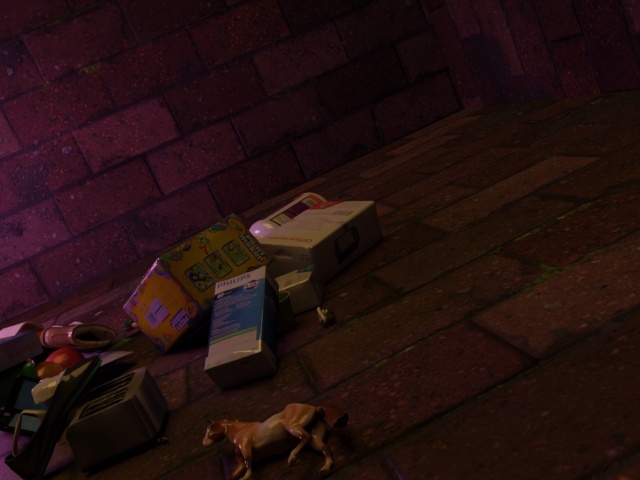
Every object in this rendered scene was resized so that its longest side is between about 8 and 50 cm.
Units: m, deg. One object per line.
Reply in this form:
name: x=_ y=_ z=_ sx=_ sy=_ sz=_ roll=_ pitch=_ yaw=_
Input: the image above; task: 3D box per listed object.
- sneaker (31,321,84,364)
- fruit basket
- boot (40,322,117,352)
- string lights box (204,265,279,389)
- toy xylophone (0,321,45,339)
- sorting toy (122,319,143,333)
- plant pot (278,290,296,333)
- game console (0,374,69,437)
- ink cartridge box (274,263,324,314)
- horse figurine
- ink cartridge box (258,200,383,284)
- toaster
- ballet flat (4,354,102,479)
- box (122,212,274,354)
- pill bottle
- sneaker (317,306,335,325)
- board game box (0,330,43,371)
sneaker: x=-0.891 y=0.352 z=2.220 sx=0.226 sy=0.086 sz=0.163 roll=-12 pitch=20 yaw=33
fruit basket: x=-0.730 y=0.381 z=1.772 sx=0.327 sy=0.165 sz=0.353 roll=-11 pitch=3 yaw=43
boot: x=-0.672 y=0.287 z=1.939 sx=0.236 sy=0.089 sz=0.270 roll=2 pitch=-10 yaw=-43
string lights box: x=-0.166 y=0.183 z=1.429 sx=0.133 sy=0.076 sz=0.259 roll=-20 pitch=37 yaw=14
toy xylophone: x=-1.036 y=0.386 z=2.109 sx=0.236 sy=0.081 sz=0.322 roll=-11 pitch=38 yaw=32
sorting toy: x=-0.488 y=0.240 z=2.039 sx=0.275 sy=0.046 sz=0.132 roll=-13 pitch=17 yaw=41
plant pot: x=-0.094 y=0.173 z=1.546 sx=0.083 sy=0.079 sz=0.083 roll=-23 pitch=13 yaw=6
game console: x=-0.657 y=0.387 z=1.516 sx=0.144 sy=0.085 sz=0.124 roll=16 pitch=9 yaw=-11
ink cartridge box: x=-0.112 y=0.149 z=1.675 sx=0.231 sy=0.078 sz=0.134 roll=-21 pitch=12 yaw=11
horse figurine: x=-0.067 y=0.308 z=1.006 sx=0.263 sy=0.066 sz=0.174 roll=-24 pitch=19 yaw=11
ink cartridge box: x=0.000 y=0.000 z=1.895 sx=0.226 sy=0.131 sz=0.306 roll=4 pitch=30 yaw=42
toaster: x=-0.396 y=0.351 z=1.304 sx=0.186 sy=0.110 sz=0.168 roll=-24 pitch=14 yaw=0
ballet flat: x=-0.545 y=0.344 z=1.317 sx=0.280 sy=0.096 sz=0.095 roll=-63 pitch=9 yaw=-6
box: x=-0.328 y=0.115 z=1.759 sx=0.279 sy=0.177 sz=0.290 roll=-38 pitch=-4 yaw=-45
pill bottle: x=-0.104 y=-0.015 z=2.082 sx=0.182 sy=0.181 sz=0.323 roll=-10 pitch=19 yaw=47
sneaker: x=0.014 y=0.171 z=1.491 sx=0.035 sy=0.031 sz=0.083 roll=-11 pitch=16 yaw=-6
board game box: x=-0.910 y=0.316 z=1.592 sx=0.318 sy=0.065 sz=0.319 roll=-14 pitch=4 yaw=13
